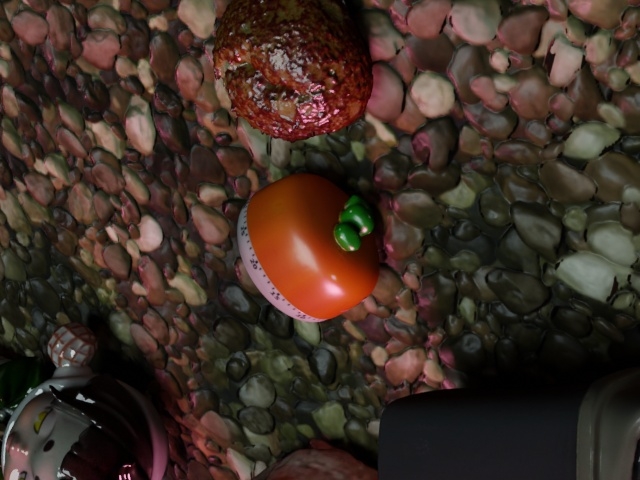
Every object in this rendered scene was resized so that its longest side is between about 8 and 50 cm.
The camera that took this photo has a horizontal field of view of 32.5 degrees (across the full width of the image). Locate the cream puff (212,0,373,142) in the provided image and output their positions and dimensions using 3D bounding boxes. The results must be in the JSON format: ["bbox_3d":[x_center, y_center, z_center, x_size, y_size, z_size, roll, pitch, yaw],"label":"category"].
[{"bbox_3d":[-0.030,-0.142,0.901,0.149,0.084,0.149,18,122,31],"label":"cream puff"}]

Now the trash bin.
[{"bbox_3d":[0.192,0.202,0.841,0.290,0.182,0.209,-7,86,45],"label":"trash bin"}]

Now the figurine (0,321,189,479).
[{"bbox_3d":[-0.307,0.226,1.260,0.370,0.167,0.281,16,93,40],"label":"figurine"}]

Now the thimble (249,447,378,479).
[{"bbox_3d":[0.003,0.331,1.081,0.239,0.162,0.239,19,127,28],"label":"thimble"}]

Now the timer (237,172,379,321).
[{"bbox_3d":[0.000,0.000,0.950,0.136,0.099,0.136,10,121,17],"label":"timer"}]
